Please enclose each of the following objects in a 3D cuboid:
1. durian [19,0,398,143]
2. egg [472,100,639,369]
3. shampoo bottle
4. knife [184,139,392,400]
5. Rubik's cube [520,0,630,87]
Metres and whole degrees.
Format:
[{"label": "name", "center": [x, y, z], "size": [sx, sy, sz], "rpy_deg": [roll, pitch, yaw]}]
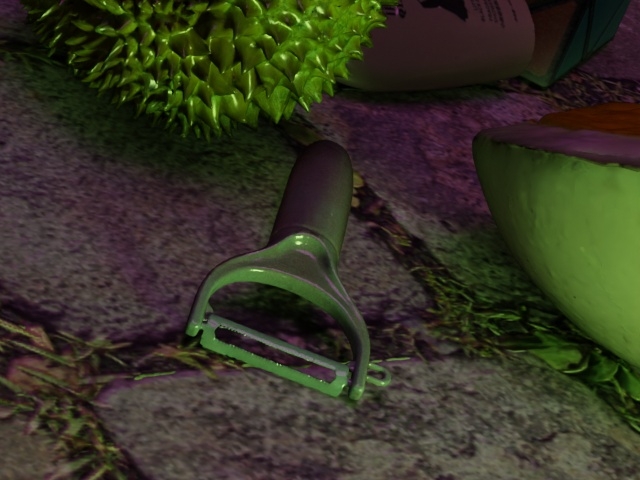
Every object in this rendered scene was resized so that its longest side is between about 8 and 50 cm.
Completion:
[{"label": "durian", "center": [-0.066, -0.194, 1.238], "size": [0.224, 0.291, 0.291], "rpy_deg": [47, 10, -36]}, {"label": "egg", "center": [0.230, 0.003, 1.186], "size": [0.264, 0.174, 0.286], "rpy_deg": [-5, 13, -42]}, {"label": "shampoo bottle", "center": [0.054, -0.173, 1.443], "size": [0.257, 0.078, 0.127], "rpy_deg": [-2, 65, -36]}, {"label": "knife", "center": [0.001, -0.002, 1.142], "size": [0.123, 0.053, 0.278], "rpy_deg": [25, 28, -6]}, {"label": "Rubik's cube", "center": [0.183, -0.285, 1.609], "size": [0.207, 0.205, 0.205], "rpy_deg": [28, 28, 14]}]
